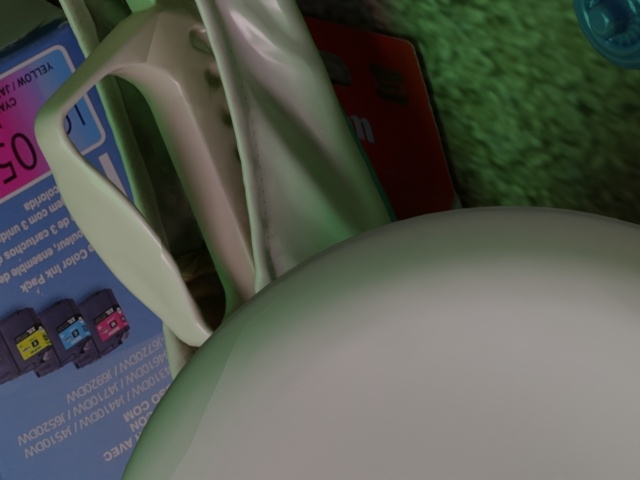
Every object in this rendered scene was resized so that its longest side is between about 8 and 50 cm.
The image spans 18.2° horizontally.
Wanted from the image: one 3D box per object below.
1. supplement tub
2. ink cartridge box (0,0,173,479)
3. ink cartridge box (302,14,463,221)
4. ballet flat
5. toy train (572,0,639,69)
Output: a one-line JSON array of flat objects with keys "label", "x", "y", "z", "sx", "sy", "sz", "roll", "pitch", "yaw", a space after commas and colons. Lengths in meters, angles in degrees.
[{"label": "supplement tub", "x": 0.068, "y": 0.114, "z": 0.697, "sx": 0.241, "sy": 0.241, "sz": 0.331, "roll": 51, "pitch": -177, "yaw": 6}, {"label": "ink cartridge box", "x": -0.161, "y": 0.051, "z": 1.147, "sx": 0.270, "sy": 0.151, "sz": 0.395, "roll": 33, "pitch": 151, "yaw": 60}, {"label": "ink cartridge box", "x": 0.000, "y": 0.000, "z": 0.990, "sx": 0.189, "sy": 0.066, "sz": 0.232, "roll": 20, "pitch": 142, "yaw": 48}, {"label": "ballet flat", "x": -0.079, "y": -0.102, "z": 0.864, "sx": 0.139, "sy": 0.139, "sz": 0.400, "roll": -6, "pitch": 110, "yaw": 59}, {"label": "toy train", "x": 0.144, "y": -0.100, "z": 0.620, "sx": 0.184, "sy": 0.080, "sz": 0.105, "roll": 23, "pitch": 134, "yaw": 46}]
